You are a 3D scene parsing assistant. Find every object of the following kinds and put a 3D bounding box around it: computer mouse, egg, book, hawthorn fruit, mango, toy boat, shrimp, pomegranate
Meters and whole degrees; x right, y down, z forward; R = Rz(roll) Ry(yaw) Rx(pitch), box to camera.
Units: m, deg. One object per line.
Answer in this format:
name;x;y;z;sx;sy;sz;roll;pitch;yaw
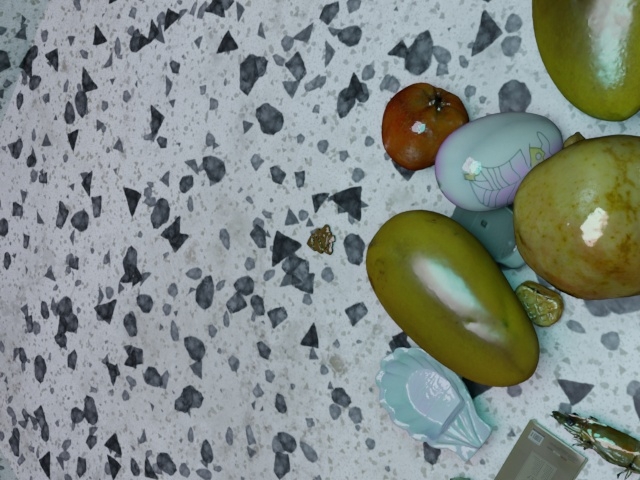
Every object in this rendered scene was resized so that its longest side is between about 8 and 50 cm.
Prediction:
computer mouse;0.384;-0.026;1.526;0.231;0.079;0.128;47;116;43
egg;0.370;-0.165;1.442;0.271;0.196;0.196;-10;84;0
book;0.467;0.505;1.505;0.138;0.016;0.199;34;109;29
hawthorn fruit;0.223;-0.243;1.587;0.196;0.196;0.225;56;143;21
mango;0.551;-0.445;1.312;0.301;0.220;0.445;-6;90;43
toy boat;0.263;0.365;1.595;0.290;0.100;0.199;43;114;28
shrimp;0.589;0.457;1.401;0.296;0.058;0.169;25;106;28
pomegranate;0.515;-0.055;1.297;0.342;0.342;0.343;0;91;35
mango;0.280;0.125;1.479;0.446;0.232;0.300;46;153;23

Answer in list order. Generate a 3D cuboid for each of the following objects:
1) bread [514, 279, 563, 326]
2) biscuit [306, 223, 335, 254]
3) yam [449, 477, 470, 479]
bread;0.463;0.137;1.488;0.110;0.044;0.083;30;108;28
biscuit;0.000;0.000;1.824;0.092;0.016;0.082;-7;87;33
yam;0.346;0.660;1.566;0.061;0.061;0.253;-19;79;33
